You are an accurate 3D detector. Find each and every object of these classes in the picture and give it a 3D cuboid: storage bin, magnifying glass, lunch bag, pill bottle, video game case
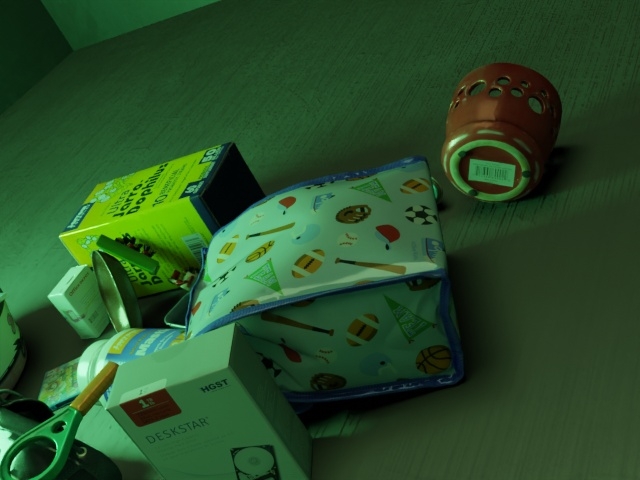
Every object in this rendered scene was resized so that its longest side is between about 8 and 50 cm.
[{"bbox_3d":[-0.181,0.144,1.486,0.135,0.091,0.098,4,43,43],"label":"storage bin"},{"bbox_3d":[-0.369,0.265,1.254,0.092,0.026,0.231,14,47,31],"label":"magnifying glass"},{"bbox_3d":[-0.002,0.071,1.281,0.385,0.239,0.328,-10,31,6],"label":"lunch bag"},{"bbox_3d":[-0.261,0.215,1.384,0.272,0.152,0.152,-3,39,38],"label":"pill bottle"},{"bbox_3d":[-0.453,0.257,1.629,0.166,0.015,0.119,-24,29,9],"label":"video game case"}]

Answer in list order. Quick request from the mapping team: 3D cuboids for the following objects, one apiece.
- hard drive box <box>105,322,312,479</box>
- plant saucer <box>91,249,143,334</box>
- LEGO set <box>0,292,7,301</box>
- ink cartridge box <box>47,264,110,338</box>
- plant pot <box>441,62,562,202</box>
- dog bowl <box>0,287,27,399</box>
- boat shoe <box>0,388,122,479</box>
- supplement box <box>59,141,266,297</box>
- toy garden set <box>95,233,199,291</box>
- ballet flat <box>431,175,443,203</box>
[{"bbox_3d":[-0.140,0.243,1.153,0.181,0.232,0.089,-22,30,15],"label":"hard drive box"},{"bbox_3d":[-0.376,0.105,1.628,0.036,0.199,0.198,-20,24,-24],"label":"plant saucer"},{"bbox_3d":[-0.745,0.161,1.652,0.182,0.060,0.244,-11,22,30],"label":"LEGO set"},{"bbox_3d":[-0.474,0.123,1.744,0.052,0.122,0.089,-8,35,33],"label":"ink cartridge box"},{"bbox_3d":[0.300,-0.175,1.457,0.191,0.191,0.174,-10,39,31],"label":"plant pot"},{"bbox_3d":[-0.781,0.271,1.762,0.407,0.150,0.408,-22,29,13],"label":"dog bowl"},{"bbox_3d":[-0.489,0.333,1.382,0.500,0.187,0.156,14,49,43],"label":"boat shoe"},{"bbox_3d":[-0.307,-0.031,1.763,0.356,0.195,0.194,-14,33,26],"label":"supplement box"},{"bbox_3d":[-0.295,0.038,1.576,0.049,0.203,0.244,-64,8,-7],"label":"toy garden set"},{"bbox_3d":[0.151,-0.101,1.603,0.213,0.072,0.068,6,15,43],"label":"ballet flat"}]
